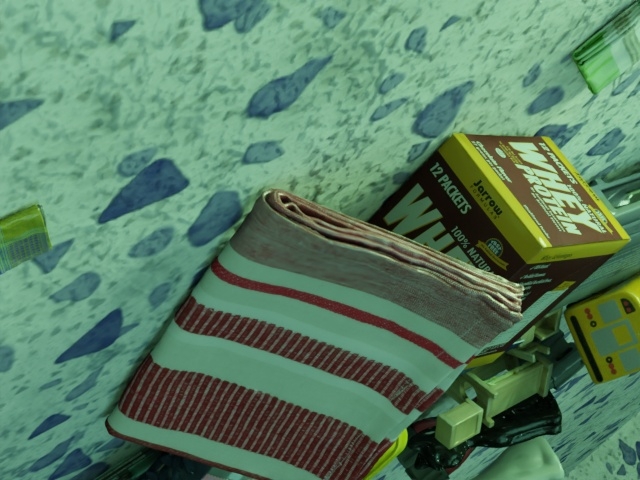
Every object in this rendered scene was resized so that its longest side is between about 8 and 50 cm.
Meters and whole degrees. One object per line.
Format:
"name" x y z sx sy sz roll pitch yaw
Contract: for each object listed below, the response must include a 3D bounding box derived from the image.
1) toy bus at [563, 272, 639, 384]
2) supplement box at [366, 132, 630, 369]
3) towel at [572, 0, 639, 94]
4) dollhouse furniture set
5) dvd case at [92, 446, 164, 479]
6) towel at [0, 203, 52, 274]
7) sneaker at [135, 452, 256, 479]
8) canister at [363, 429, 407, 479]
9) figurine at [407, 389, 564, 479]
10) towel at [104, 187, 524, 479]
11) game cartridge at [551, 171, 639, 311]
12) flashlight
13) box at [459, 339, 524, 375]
"toy bus" 0.434 0.100 1.859 0.130 0.108 0.333 -26 176 30
"supplement box" 0.140 0.015 1.242 0.194 0.129 0.191 -46 158 27
"towel" 0.291 -0.187 1.187 0.152 0.023 0.113 -39 160 10
"dollhouse furniture set" 0.208 0.150 1.776 0.182 0.101 0.161 -22 132 -32
"dvd case" -0.194 0.239 1.380 0.119 0.013 0.087 -32 160 -8
"towel" -0.204 0.010 0.839 0.083 0.009 0.060 -28 160 -21
"sneaker" -0.111 0.196 1.304 0.319 0.112 0.131 -40 136 -7
"canister" 0.015 0.270 1.708 0.126 0.073 0.170 -46 157 29
"figurine" 0.228 0.307 1.911 0.209 0.092 0.215 -20 133 -9
"towel" -0.015 0.106 1.140 0.237 0.037 0.329 21 132 -19
"game cartridge" 0.354 -0.008 1.655 0.355 0.068 0.230 -17 157 -42
"flashlight" 0.241 0.243 1.998 0.304 0.103 0.103 -38 153 -6
"box" 0.121 0.159 1.620 0.225 0.036 0.136 -31 165 32
